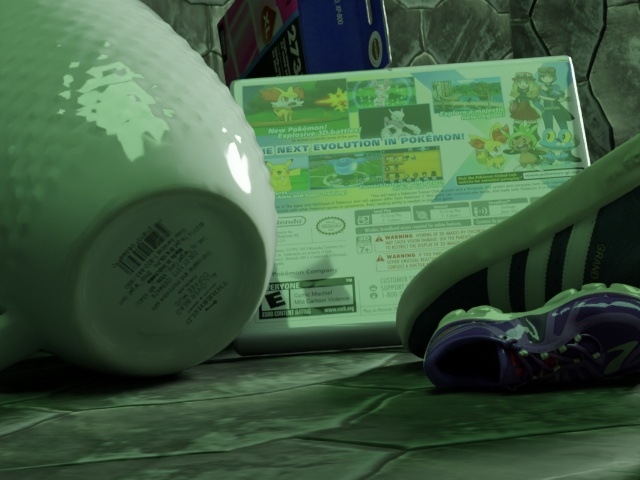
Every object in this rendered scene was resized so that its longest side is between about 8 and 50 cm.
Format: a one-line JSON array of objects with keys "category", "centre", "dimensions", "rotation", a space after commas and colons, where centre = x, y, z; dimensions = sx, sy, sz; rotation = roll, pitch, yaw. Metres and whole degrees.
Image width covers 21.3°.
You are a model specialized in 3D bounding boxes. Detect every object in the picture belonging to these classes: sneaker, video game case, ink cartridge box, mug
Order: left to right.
[{"category": "mug", "centre": [-0.219, -0.011, 1.421], "dimensions": [0.374, 0.276, 0.328], "rotation": [-35, 36, -6]}, {"category": "ink cartridge box", "centre": [-0.024, -0.209, 1.791], "dimensions": [0.069, 0.176, 0.371], "rotation": [-4, -12, -21]}, {"category": "video game case", "centre": [0.083, -0.037, 1.542], "dimensions": [0.329, 0.300, 0.036], "rotation": [-4, -36, 2]}, {"category": "sneaker", "centre": [0.150, 0.077, 1.136], "dimensions": [0.169, 0.068, 0.071], "rotation": [-12, 14, 22]}, {"category": "sneaker", "centre": [0.193, 0.042, 1.221], "dimensions": [0.131, 0.148, 0.350], "rotation": [-12, -17, -42]}]
